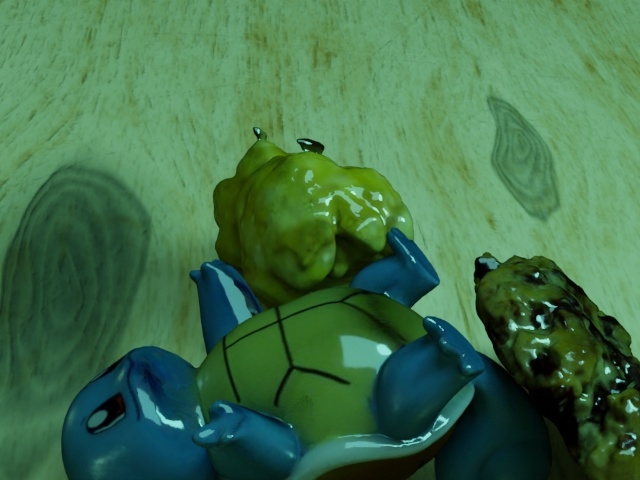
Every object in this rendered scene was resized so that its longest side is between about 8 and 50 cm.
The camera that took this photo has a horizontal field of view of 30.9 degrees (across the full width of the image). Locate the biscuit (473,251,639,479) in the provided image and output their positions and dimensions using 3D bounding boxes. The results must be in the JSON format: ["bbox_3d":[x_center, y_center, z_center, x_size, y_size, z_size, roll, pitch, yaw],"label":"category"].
[{"bbox_3d":[0.253,0.127,1.004,0.289,0.081,0.334,39,17,-28],"label":"biscuit"}]

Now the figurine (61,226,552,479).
[{"bbox_3d":[0.002,0.116,0.948,0.416,0.243,0.298,2,31,-11],"label":"figurine"}]

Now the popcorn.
[{"bbox_3d":[-0.002,0.002,1.158,0.190,0.191,0.253,6,17,-35],"label":"popcorn"}]
